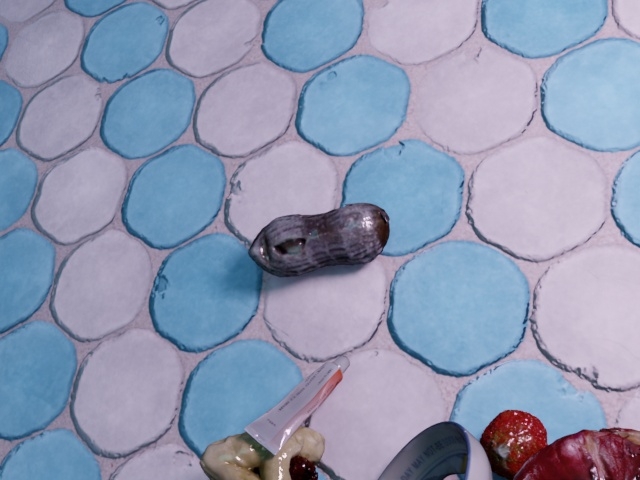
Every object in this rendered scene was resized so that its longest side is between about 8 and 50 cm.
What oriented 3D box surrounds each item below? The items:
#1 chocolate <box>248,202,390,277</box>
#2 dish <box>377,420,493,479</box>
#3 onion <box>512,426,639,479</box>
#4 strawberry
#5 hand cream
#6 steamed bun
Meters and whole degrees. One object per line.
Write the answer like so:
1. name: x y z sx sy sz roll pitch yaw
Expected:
1. chocolate: 0.000 0.000 1.307 0.248 0.110 0.110 -8 63 14
2. dish: 0.156 0.388 1.016 0.134 0.273 0.273 35 79 -9
3. onion: 0.358 0.377 0.898 0.314 0.232 0.314 1 97 5
4. strawberry: 0.267 0.282 1.072 0.106 0.106 0.106 -9 63 17
5. hand cream: -0.022 0.241 1.173 0.052 0.038 0.216 10 32 38
6. steamed bun: -0.070 0.334 1.164 0.172 0.141 0.155 29 65 27
